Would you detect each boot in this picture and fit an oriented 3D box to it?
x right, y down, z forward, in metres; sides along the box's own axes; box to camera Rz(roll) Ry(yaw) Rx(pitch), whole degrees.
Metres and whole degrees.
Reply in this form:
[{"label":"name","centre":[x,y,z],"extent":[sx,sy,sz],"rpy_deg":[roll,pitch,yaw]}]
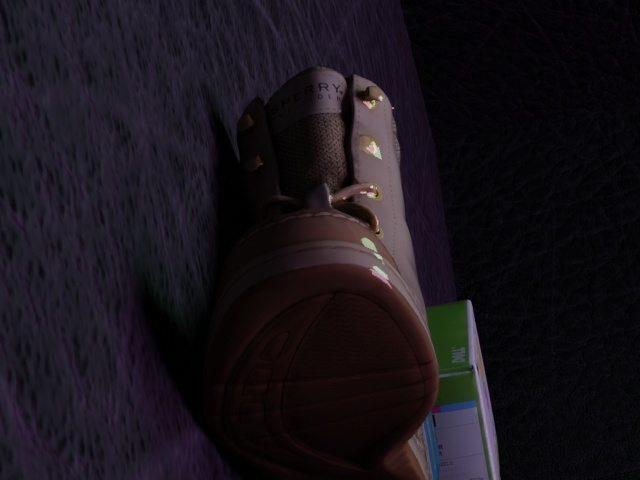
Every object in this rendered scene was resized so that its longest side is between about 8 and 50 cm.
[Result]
[{"label":"boot","centre":[0.000,0.000,0.633],"extent":[0.262,0.095,0.203],"rpy_deg":[70,13,-61]}]

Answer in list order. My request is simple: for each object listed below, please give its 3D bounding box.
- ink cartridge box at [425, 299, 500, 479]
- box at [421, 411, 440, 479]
[{"label":"ink cartridge box","centre":[0.075,0.078,1.103],"extent":[0.189,0.097,0.255],"rpy_deg":[-68,148,-76]},{"label":"box","centre":[0.037,0.144,0.867],"extent":[0.244,0.060,0.100],"rpy_deg":[-72,152,-75]}]
